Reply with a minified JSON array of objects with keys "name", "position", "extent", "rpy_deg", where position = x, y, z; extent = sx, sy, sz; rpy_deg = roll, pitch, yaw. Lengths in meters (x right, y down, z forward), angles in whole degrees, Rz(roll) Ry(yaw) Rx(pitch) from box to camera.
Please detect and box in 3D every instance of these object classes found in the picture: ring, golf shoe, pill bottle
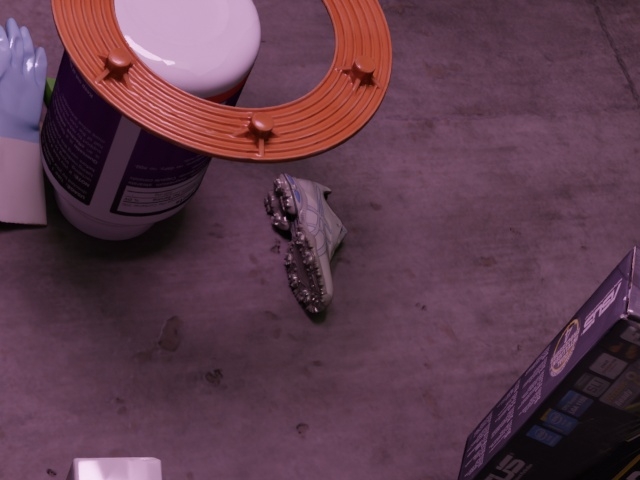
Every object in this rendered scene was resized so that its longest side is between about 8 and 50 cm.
[{"name":"ring","position":[-0.086,-0.217,1.396],"extent":[0.336,0.032,0.337],"rpy_deg":[10,55,-15]},{"name":"golf shoe","position":[0.000,0.000,1.676],"extent":[0.086,0.069,0.176],"rpy_deg":[1,58,-28]},{"name":"pill bottle","position":[-0.187,-0.139,1.528],"extent":[0.181,0.323,0.181],"rpy_deg":[11,54,-15]}]

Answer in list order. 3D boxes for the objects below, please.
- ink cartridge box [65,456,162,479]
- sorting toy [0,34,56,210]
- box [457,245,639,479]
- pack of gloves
[{"name":"ink cartridge box","position":[-0.190,0.316,1.328],"extent":[0.086,0.148,0.203],"rpy_deg":[3,55,-18]},{"name":"sorting toy","position":[-0.400,-0.116,1.603],"extent":[0.196,0.047,0.348],"rpy_deg":[34,52,3]},{"name":"box","position":[0.356,0.197,1.472],"extent":[0.318,0.395,0.097],"rpy_deg":[24,50,-6]},{"name":"pack of gloves","position":[-0.360,-0.141,1.547],"extent":[0.195,0.046,0.232],"rpy_deg":[8,74,-43]}]
